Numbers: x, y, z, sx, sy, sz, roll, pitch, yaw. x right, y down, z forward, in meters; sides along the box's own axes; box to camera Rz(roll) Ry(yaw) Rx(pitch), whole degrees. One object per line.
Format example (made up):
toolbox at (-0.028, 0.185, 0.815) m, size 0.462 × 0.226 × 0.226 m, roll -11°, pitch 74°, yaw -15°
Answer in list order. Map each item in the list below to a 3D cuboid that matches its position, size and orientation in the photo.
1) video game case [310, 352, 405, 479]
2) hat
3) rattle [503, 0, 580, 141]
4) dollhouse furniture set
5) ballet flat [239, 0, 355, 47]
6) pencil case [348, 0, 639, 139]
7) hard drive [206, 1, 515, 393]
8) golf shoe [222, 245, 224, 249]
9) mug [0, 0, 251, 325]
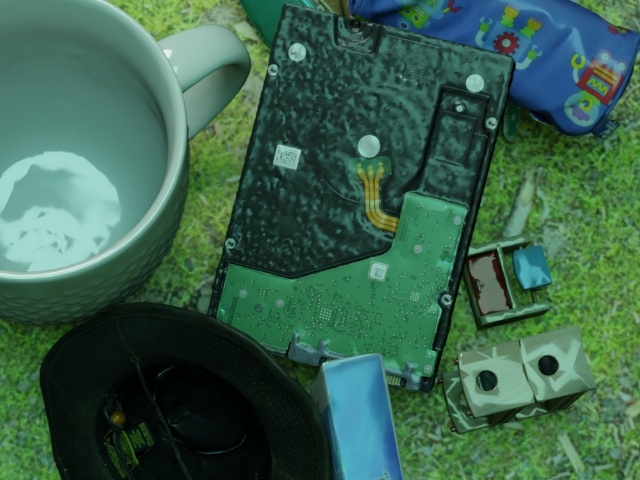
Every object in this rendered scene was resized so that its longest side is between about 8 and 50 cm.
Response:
video game case at (0.040, 0.263, 1.659) m, size 0.061 × 0.244 × 0.269 m, roll -8°, pitch 75°, yaw -6°
hat at (-0.105, 0.177, 1.702) m, size 0.331 × 0.331 × 0.134 m, roll 43°, pitch 38°, yaw 8°
rattle at (0.213, -0.214, 1.860) m, size 0.130 × 0.143 × 0.199 m, roll 35°, pitch 68°, yaw -13°
dollhouse furniture set at (0.178, 0.085, 1.775) m, size 0.129 × 0.129 × 0.183 m, roll -13°, pitch 77°, yaw -7°
ballet flat at (0.044, -0.196, 1.865) m, size 0.124 × 0.116 × 0.342 m, roll -34°, pitch 79°, yaw -32°
pencil case at (0.174, -0.213, 1.789) m, size 0.306 × 0.119 × 0.133 m, roll 27°, pitch 114°, yaw -3°
hard drive at (0.038, -0.042, 1.732) m, size 0.237 × 0.064 × 0.339 m, roll 14°, pitch 93°, yaw 8°
golf shoe at (0.000, 0.000, 1.827) m, size 0.198 × 0.077 × 0.094 m, roll 1°, pitch 47°, yaw 4°
mug at (-0.224, -0.081, 1.694) m, size 0.374 × 0.328 × 0.276 m, roll -36°, pitch 80°, yaw -12°
